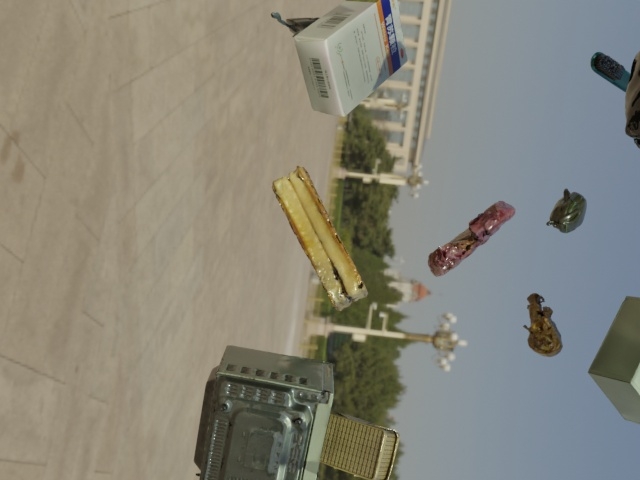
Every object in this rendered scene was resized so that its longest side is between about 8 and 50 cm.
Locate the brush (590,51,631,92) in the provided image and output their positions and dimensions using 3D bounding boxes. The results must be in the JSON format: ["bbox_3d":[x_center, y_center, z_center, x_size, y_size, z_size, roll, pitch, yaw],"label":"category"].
[{"bbox_3d":[0.654,-0.355,1.458,0.032,0.193,0.043,30,-81,60],"label":"brush"}]

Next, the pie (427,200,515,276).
[{"bbox_3d":[0.318,-0.006,1.429,0.218,0.054,0.204,-42,169,14],"label":"pie"}]

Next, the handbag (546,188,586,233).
[{"bbox_3d":[0.421,-0.048,1.146,0.111,0.047,0.072,-33,129,-48],"label":"handbag"}]

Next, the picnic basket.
[{"bbox_3d":[0.082,0.452,1.476,0.079,0.164,0.115,27,75,-56],"label":"picnic basket"}]

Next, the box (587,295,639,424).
[{"bbox_3d":[0.770,0.289,1.596,0.117,0.225,0.225,6,-124,55],"label":"box"}]

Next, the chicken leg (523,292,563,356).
[{"bbox_3d":[0.579,0.215,1.782,0.085,0.101,0.208,-34,-148,27],"label":"chicken leg"}]

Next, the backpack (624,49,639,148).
[{"bbox_3d":[0.780,-0.245,1.156,0.363,0.445,0.255,114,-8,-60],"label":"backpack"}]

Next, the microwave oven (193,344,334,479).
[{"bbox_3d":[-0.126,0.445,1.470,0.218,0.286,0.355,-95,-163,-81],"label":"microwave oven"}]

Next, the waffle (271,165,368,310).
[{"bbox_3d":[0.001,-0.001,1.500,0.308,0.091,0.213,62,0,10],"label":"waffle"}]

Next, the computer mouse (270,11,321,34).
[{"bbox_3d":[0.014,-0.563,1.828,0.379,0.167,0.090,11,108,-47],"label":"computer mouse"}]

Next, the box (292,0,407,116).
[{"bbox_3d":[0.084,-0.469,1.660,0.299,0.106,0.200,-44,135,-32],"label":"box"}]
